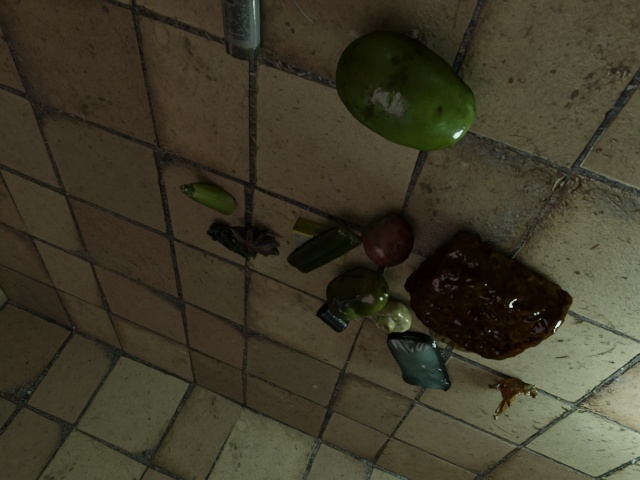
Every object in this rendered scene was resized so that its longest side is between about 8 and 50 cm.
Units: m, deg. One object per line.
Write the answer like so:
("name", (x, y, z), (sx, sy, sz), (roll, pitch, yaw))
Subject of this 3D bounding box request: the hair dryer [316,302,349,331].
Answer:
("hair dryer", (0.104, 0.251, 2.203), (0.114, 0.071, 0.248), (41, 135, -19))

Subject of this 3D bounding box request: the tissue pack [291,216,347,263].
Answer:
("tissue pack", (0.000, 0.000, 1.927), (0.175, 0.062, 0.095), (18, 143, 15))

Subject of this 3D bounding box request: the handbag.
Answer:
("handbag", (0.368, 0.456, 2.280), (0.191, 0.075, 0.332), (0, 135, 29))

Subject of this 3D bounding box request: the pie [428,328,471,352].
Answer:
("pie", (0.459, 0.310, 2.043), (0.195, 0.046, 0.195), (19, 147, 13))

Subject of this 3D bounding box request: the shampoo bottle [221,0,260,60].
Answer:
("shampoo bottle", (-0.179, -0.514, 1.374), (0.086, 0.056, 0.227), (20, 145, 11))

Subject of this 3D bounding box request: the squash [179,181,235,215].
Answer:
("squash", (-0.367, -0.151, 1.967), (0.200, 0.075, 0.090), (26, 172, -39))

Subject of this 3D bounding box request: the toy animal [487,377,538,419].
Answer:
("toy animal", (0.672, 0.560, 2.205), (0.116, 0.114, 0.255), (-15, 152, -14))

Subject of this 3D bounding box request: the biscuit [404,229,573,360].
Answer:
("biscuit", (0.465, 0.180, 1.763), (0.394, 0.166, 0.343), (29, 148, -5))

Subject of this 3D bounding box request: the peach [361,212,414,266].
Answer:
("peach", (0.196, 0.002, 1.742), (0.152, 0.152, 0.152), (18, 145, 13))

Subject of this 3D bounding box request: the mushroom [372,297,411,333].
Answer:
("mushroom", (0.236, 0.253, 2.059), (0.148, 0.112, 0.148), (22, 141, 19))

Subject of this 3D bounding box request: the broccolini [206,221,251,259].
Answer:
("broccolini", (-0.317, 0.013, 2.156), (0.091, 0.068, 0.203), (-28, 121, 28))

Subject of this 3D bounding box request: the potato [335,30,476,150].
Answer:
("potato", (0.174, -0.308, 1.281), (0.304, 0.216, 0.216), (38, 144, -12))

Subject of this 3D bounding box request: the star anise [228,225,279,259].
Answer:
("star anise", (-0.229, -0.002, 2.078), (0.195, 0.065, 0.182), (32, 150, -26))

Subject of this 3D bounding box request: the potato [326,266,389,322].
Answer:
("potato", (0.116, 0.174, 1.996), (0.248, 0.143, 0.169), (-19, 109, 45))

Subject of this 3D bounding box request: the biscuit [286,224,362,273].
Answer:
("biscuit", (0.002, 0.033, 1.883), (0.099, 0.038, 0.322), (37, 143, -18))
